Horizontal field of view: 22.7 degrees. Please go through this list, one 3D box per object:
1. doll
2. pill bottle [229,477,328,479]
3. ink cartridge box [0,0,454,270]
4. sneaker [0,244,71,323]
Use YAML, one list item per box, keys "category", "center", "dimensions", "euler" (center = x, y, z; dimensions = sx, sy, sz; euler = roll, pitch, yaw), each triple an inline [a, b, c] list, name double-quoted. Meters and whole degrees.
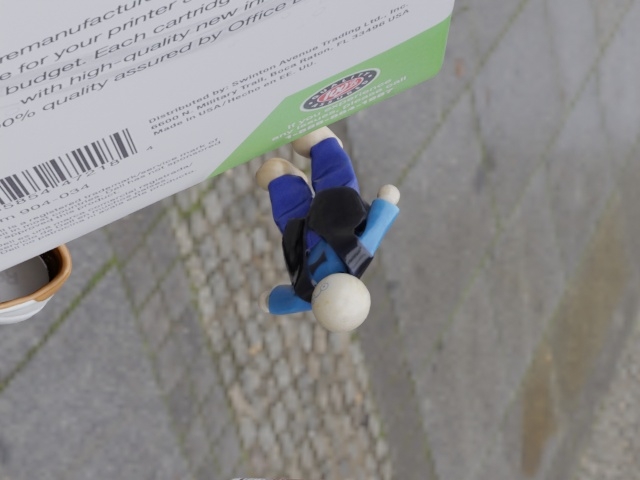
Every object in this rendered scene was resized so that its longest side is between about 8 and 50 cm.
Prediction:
- category: "doll"
  center: [0.000, 0.000, 1.064]
  dimensions: [0.046, 0.129, 0.189]
  euler: [35, 20, -30]
- category: "pill bottle"
  center: [-0.054, 0.283, 1.607]
  dimensions: [0.086, 0.152, 0.086]
  euler: [-2, 90, -68]
- category: "ink cartridge box"
  center: [-0.064, -0.103, 0.477]
  dimensions: [0.273, 0.198, 0.115]
  euler: [88, -23, -76]
- category: "sneaker"
  center: [-0.344, 0.023, 1.316]
  dimensions: [0.290, 0.123, 0.106]
  euler: [-7, 78, -34]
